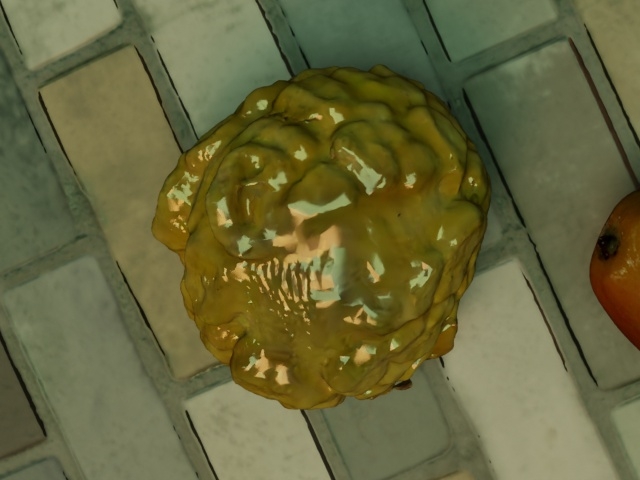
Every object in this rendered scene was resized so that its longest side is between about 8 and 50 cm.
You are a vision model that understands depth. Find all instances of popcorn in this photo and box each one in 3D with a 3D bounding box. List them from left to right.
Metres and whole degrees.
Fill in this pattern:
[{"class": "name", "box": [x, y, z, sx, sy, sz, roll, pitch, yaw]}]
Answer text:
[{"class": "popcorn", "box": [0.000, 0.000, 1.093, 0.250, 0.190, 0.250, 0, 103, -2]}]

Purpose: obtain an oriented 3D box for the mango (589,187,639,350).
[{"class": "mango", "box": [0.319, 0.060, 1.071, 0.289, 0.129, 0.146, 36, 92, -1]}]
